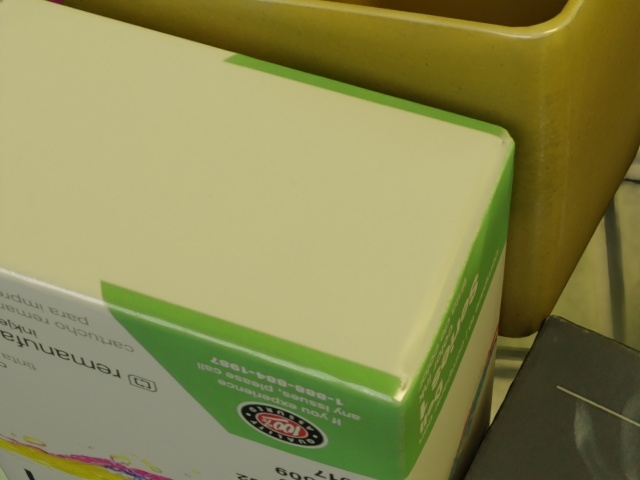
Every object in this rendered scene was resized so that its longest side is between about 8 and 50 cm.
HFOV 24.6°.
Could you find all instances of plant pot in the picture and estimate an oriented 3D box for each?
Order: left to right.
[{"bbox_3d":[0.045,-0.082,0.639,0.212,0.212,0.187,13,136,26],"label":"plant pot"}]

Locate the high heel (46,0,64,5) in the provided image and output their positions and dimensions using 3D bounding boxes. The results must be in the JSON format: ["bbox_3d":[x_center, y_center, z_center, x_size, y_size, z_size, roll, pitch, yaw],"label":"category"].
[{"bbox_3d":[-0.098,-0.154,0.808,0.244,0.082,0.117,1,151,15],"label":"high heel"}]

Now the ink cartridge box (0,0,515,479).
[{"bbox_3d":[-0.038,0.051,0.605,0.201,0.117,0.278,17,151,14],"label":"ink cartridge box"}]

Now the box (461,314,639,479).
[{"bbox_3d":[0.181,0.251,0.559,0.343,0.179,0.312,24,79,25],"label":"box"}]
